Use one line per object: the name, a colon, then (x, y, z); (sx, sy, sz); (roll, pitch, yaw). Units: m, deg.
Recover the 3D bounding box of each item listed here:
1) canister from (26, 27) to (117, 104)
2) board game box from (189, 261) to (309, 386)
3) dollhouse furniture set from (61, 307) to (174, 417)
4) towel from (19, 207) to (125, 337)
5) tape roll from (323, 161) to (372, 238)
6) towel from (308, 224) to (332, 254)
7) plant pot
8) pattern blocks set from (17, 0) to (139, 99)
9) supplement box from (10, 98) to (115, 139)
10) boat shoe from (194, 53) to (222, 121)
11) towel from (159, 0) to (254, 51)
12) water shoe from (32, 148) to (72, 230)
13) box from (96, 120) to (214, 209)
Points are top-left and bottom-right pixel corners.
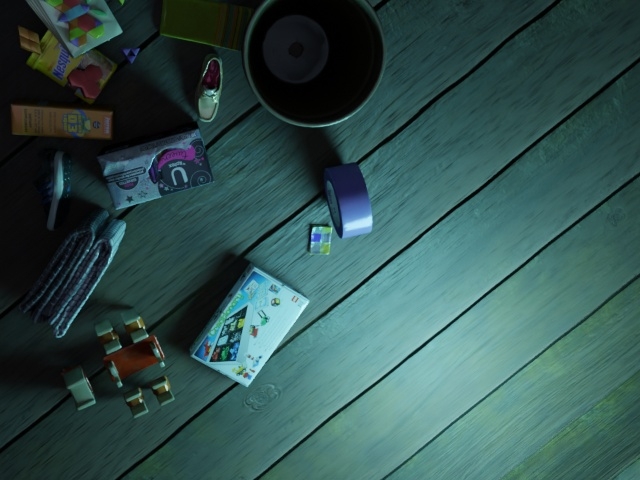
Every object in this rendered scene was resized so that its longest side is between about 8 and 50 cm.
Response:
canister: (-0.584, -0.418, 1.746); (0.170, 0.073, 0.126); (34, 96, -21)
board game box: (-0.196, 0.234, 2.036); (0.193, 0.053, 0.305); (34, 97, -20)
dollhouse furniture set: (-0.550, 0.339, 1.976); (0.259, 0.135, 0.262); (-24, 111, -16)
towel: (-0.601, 0.067, 1.806); (0.121, 0.235, 0.283); (33, 97, -15)
tape roll: (0.070, -0.104, 1.917); (0.080, 0.189, 0.188); (-14, 109, -7)
towel: (0.000, 0.000, 2.029); (0.060, 0.009, 0.083); (4, 106, -12)
plant pot: (-0.036, -0.448, 1.741); (0.323, 0.280, 0.323); (-3, 108, -10)
pattern blocks set: (-0.560, -0.519, 1.689); (0.325, 0.026, 0.285); (45, 72, -20)
supplement box: (-0.615, -0.291, 1.776); (0.234, 0.080, 0.078); (0, 109, -14)
boat shoe: (-0.277, -0.376, 1.829); (0.063, 0.059, 0.170); (4, 106, -13)
towel: (-0.273, -0.517, 1.745); (0.237, 0.021, 0.102); (15, 103, 17)
water shoe: (-0.667, -0.127, 1.829); (0.080, 0.073, 0.203); (12, 101, 7)
box: (-0.399, -0.184, 1.807); (0.247, 0.163, 0.142); (-17, 108, -6)
